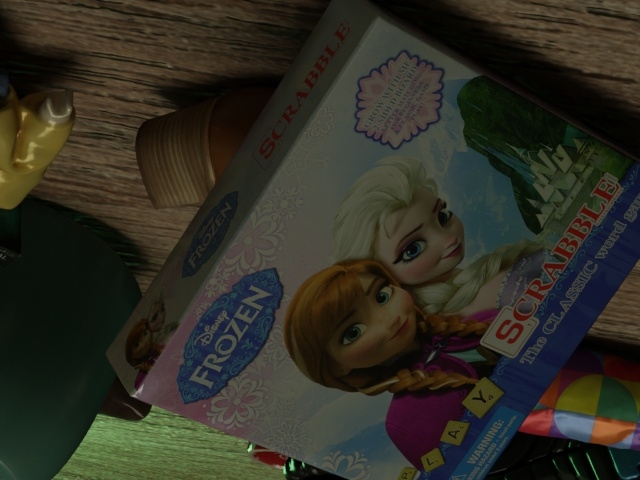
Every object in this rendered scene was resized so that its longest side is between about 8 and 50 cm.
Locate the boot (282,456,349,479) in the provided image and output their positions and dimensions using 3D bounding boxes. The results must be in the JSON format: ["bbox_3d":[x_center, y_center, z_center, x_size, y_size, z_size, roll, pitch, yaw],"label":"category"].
[{"bbox_3d":[0.021,0.117,1.719,0.131,0.260,0.348,21,158,-27],"label":"boot"}]

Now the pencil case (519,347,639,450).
[{"bbox_3d":[0.281,0.153,1.931,0.236,0.104,0.104,12,161,4],"label":"pencil case"}]

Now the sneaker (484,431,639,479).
[{"bbox_3d":[0.262,0.251,2.166,0.341,0.125,0.139,-1,161,36],"label":"sneaker"}]

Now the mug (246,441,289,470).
[{"bbox_3d":[-0.023,0.148,1.967,0.113,0.169,0.150,21,158,-27],"label":"mug"}]

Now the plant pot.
[{"bbox_3d":[-0.343,0.126,1.880,0.293,0.235,0.293,10,143,7],"label":"plant pot"}]

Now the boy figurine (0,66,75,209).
[{"bbox_3d":[-0.268,-0.107,1.516,0.177,0.092,0.285,5,160,16],"label":"boy figurine"}]

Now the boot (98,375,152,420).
[{"bbox_3d":[-0.333,0.143,2.181,0.248,0.090,0.207,1,148,42],"label":"boot"}]

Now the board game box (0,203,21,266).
[{"bbox_3d":[-0.329,-0.067,1.610,0.026,0.126,0.186,-31,139,33],"label":"board game box"}]

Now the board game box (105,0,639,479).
[{"bbox_3d":[0.060,0.021,1.399,0.318,0.318,0.066,24,-165,-34],"label":"board game box"}]

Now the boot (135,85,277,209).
[{"bbox_3d":[0.000,0.000,1.536,0.220,0.109,0.283,-7,116,27],"label":"boot"}]
